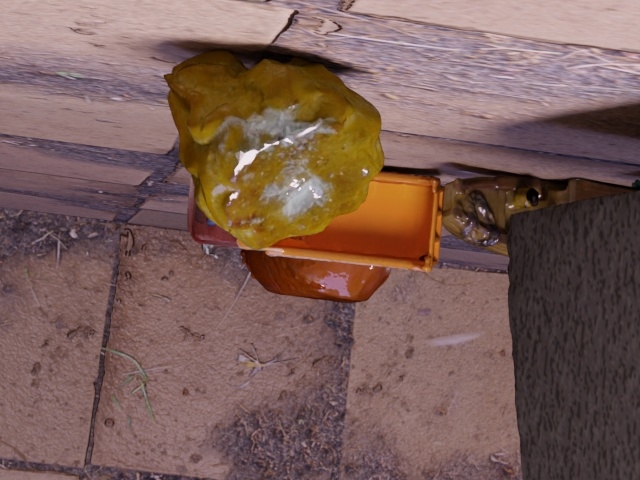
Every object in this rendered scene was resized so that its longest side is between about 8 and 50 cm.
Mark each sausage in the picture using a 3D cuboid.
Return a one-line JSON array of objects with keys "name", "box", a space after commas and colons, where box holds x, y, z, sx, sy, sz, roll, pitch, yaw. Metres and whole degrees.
[{"name": "sausage", "box": [0.000, 0.001, 2.084, 0.153, 0.141, 0.268, 8, 176, -21]}]

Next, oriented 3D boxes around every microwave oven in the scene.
[{"name": "microwave oven", "box": [0.335, 0.099, 1.178, 0.236, 0.375, 0.432, -2, 176, -22]}]

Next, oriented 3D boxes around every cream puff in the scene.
[{"name": "cream puff", "box": [-0.037, -0.073, 1.186, 0.146, 0.146, 0.116, 10, -146, -41]}]

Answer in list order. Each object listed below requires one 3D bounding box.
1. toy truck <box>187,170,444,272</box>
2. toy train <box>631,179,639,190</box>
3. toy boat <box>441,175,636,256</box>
[{"name": "toy truck", "box": [-0.003, -0.027, 1.837, 0.270, 0.114, 0.135, 6, 180, 13]}, {"name": "toy train", "box": [0.359, -0.024, 1.591, 0.172, 0.070, 0.099, 3, -178, 36]}, {"name": "toy boat", "box": [0.264, -0.015, 1.751, 0.321, 0.089, 0.121, 10, 170, -26]}]
